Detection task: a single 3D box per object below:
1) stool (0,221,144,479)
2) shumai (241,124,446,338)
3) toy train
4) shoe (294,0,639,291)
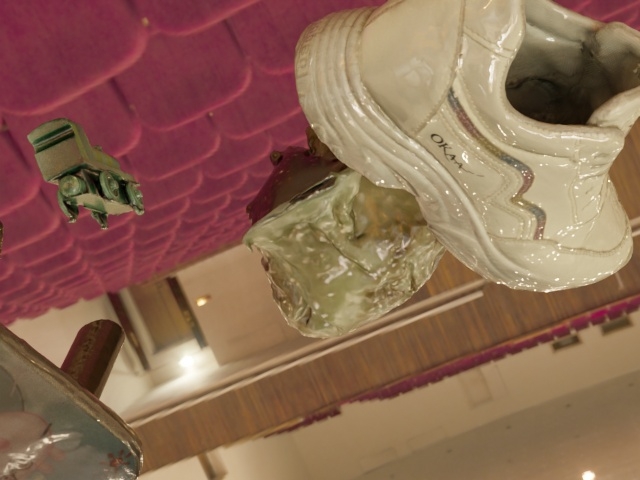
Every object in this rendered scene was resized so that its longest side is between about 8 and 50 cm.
[{"bbox_3d":[-0.389,0.174,0.848,0.310,0.310,0.226,-31,-144,7],"label":"stool"},{"bbox_3d":[0.000,0.000,1.097,0.330,0.292,0.288,-57,166,15],"label":"shumai"},{"bbox_3d":[-0.322,-0.091,1.098,0.083,0.132,0.200,-23,174,3],"label":"toy train"},{"bbox_3d":[0.162,-0.070,0.558,0.210,0.342,0.132,-15,-131,51],"label":"shoe"}]
